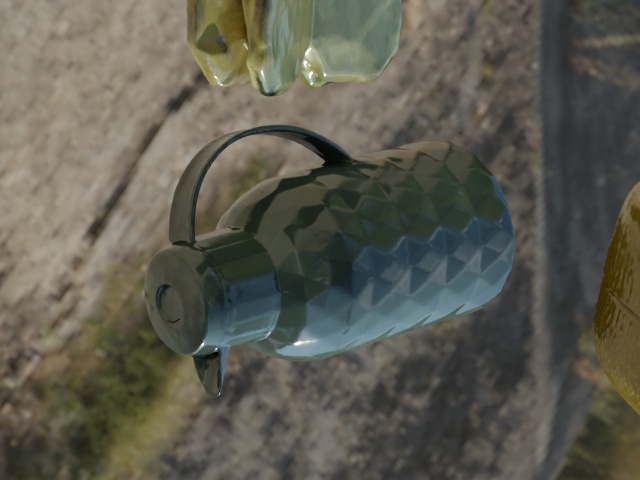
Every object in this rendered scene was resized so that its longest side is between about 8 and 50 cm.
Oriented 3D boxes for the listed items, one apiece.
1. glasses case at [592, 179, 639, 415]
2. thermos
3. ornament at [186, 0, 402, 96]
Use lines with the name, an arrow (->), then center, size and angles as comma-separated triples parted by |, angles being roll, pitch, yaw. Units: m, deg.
glasses case -> 0.328, 0.084, 0.924 | 0.173, 0.371, 0.141 | -33, 138, -56
thermos -> 0.000, 0.000, 1.230 | 0.287, 0.182, 0.145 | -13, -175, -40
ornament -> -0.007, -0.185, 1.066 | 0.201, 0.059, 0.180 | -15, 111, -61
